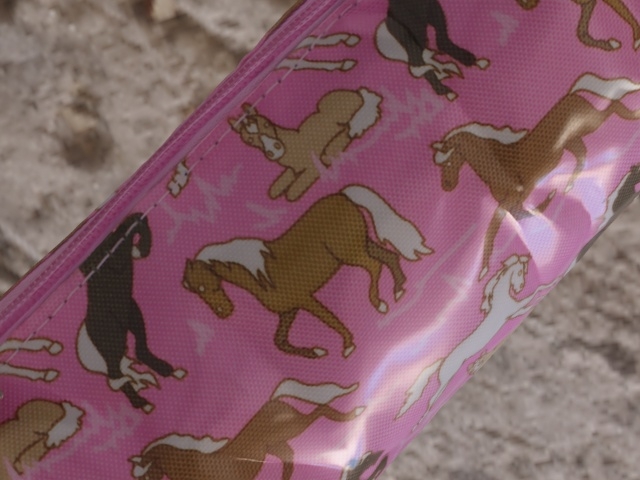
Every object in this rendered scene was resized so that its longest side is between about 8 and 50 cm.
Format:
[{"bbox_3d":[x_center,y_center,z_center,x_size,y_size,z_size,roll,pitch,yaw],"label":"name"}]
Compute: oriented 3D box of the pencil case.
[{"bbox_3d":[0.000,0.000,0.649,0.386,0.167,0.160,-45,-111,-4],"label":"pencil case"}]
